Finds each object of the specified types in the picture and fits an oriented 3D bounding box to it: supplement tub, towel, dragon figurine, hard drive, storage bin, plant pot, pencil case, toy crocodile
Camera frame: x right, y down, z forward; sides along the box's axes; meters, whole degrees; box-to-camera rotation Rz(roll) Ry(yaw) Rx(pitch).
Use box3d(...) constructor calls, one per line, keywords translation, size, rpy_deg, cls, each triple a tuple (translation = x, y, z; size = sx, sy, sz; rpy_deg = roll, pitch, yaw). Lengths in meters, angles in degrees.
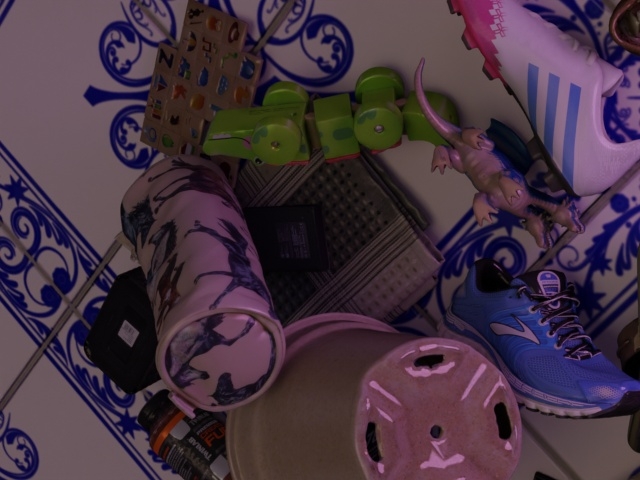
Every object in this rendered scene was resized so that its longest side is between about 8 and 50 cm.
box3d(translation=(-0.193, 0.319, 2.160), size=(0.198, 0.106, 0.106), rpy_deg=(39, 122, 16), cls="supplement tub")
box3d(translation=(0.000, 0.000, 1.981), size=(0.312, 0.056, 0.324), rpy_deg=(54, 127, 11), cls="towel")
box3d(translation=(0.211, -0.099, 1.754), size=(0.085, 0.144, 0.289), rpy_deg=(-45, 79, 22), cls="dragon figurine")
box3d(translation=(-0.053, -0.002, 1.968), size=(0.135, 0.022, 0.094), rpy_deg=(-1, 103, 36), cls="hard drive")
box3d(translation=(-0.278, 0.136, 2.172), size=(0.122, 0.084, 0.180), rpy_deg=(40, 123, 16), cls="storage bin")
box3d(translation=(0.085, 0.241, 1.744), size=(0.333, 0.334, 0.305), rpy_deg=(66, 156, -1), cls="plant pot")
box3d(translation=(-0.167, 0.055, 1.857), size=(0.183, 0.160, 0.410), rpy_deg=(-50, 32, 17), cls="pencil case")
box3d(translation=(0.012, -0.149, 1.841), size=(0.341, 0.115, 0.105), rpy_deg=(-7, 126, 8), cls="toy crocodile")

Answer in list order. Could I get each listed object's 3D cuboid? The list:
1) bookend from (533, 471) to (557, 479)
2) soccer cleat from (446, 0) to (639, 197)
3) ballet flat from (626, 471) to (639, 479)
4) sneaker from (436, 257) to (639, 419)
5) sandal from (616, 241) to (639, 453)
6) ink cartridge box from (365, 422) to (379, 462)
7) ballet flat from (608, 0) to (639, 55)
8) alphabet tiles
box3d(translation=(0.274, 0.419, 1.859), size=(0.072, 0.157, 0.156), rpy_deg=(21, 116, 25), cls="bookend")
box3d(translation=(0.282, -0.215, 1.702), size=(0.143, 0.116, 0.331), rpy_deg=(-31, 89, 19), cls="soccer cleat")
box3d(translation=(0.390, 0.380, 1.810), size=(0.086, 0.086, 0.248), rpy_deg=(28, 117, 23), cls="ballet flat")
box3d(translation=(0.275, 0.117, 1.742), size=(0.330, 0.130, 0.147), rpy_deg=(34, 115, 47), cls="sneaker")
box3d(translation=(0.419, 0.117, 1.717), size=(0.086, 0.120, 0.302), rpy_deg=(21, 115, 55), cls="sandal")
box3d(translation=(0.025, 0.341, 1.990), size=(0.065, 0.165, 0.332), rpy_deg=(18, 115, 27), cls="ink cartridge box")
box3d(translation=(0.471, -0.278, 1.538), size=(0.342, 0.124, 0.116), rpy_deg=(-12, 98, 34), cls="ballet flat")
box3d(translation=(-0.173, -0.220, 2.021), size=(0.198, 0.009, 0.237), rpy_deg=(28, 114, 33), cls="alphabet tiles")
